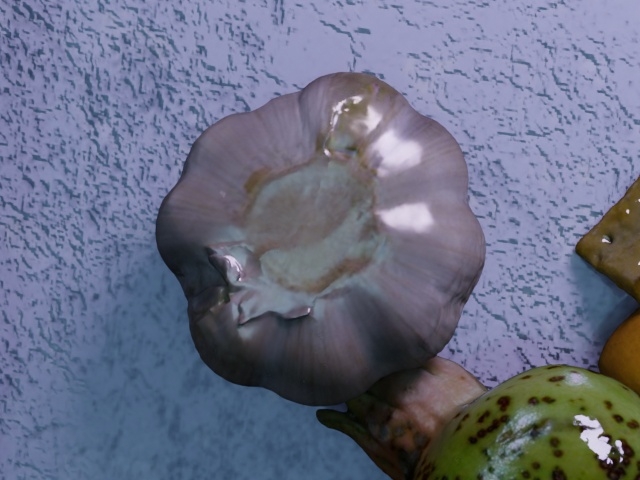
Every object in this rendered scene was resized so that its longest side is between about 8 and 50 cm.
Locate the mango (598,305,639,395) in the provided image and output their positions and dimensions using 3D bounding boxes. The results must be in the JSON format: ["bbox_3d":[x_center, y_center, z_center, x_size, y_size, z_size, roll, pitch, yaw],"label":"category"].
[{"bbox_3d":[0.302,0.086,1.058,0.219,0.112,0.145,3,77,17],"label":"mango"}]

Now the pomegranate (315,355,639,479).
[{"bbox_3d":[0.134,0.173,1.049,0.204,0.276,0.222,24,106,-32],"label":"pomegranate"}]

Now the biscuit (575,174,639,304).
[{"bbox_3d":[0.231,-0.004,1.088,0.083,0.081,0.018,-47,133,3],"label":"biscuit"}]

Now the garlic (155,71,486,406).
[{"bbox_3d":[0.004,0.002,1.054,0.228,0.152,0.228,0,88,-1],"label":"garlic"}]
